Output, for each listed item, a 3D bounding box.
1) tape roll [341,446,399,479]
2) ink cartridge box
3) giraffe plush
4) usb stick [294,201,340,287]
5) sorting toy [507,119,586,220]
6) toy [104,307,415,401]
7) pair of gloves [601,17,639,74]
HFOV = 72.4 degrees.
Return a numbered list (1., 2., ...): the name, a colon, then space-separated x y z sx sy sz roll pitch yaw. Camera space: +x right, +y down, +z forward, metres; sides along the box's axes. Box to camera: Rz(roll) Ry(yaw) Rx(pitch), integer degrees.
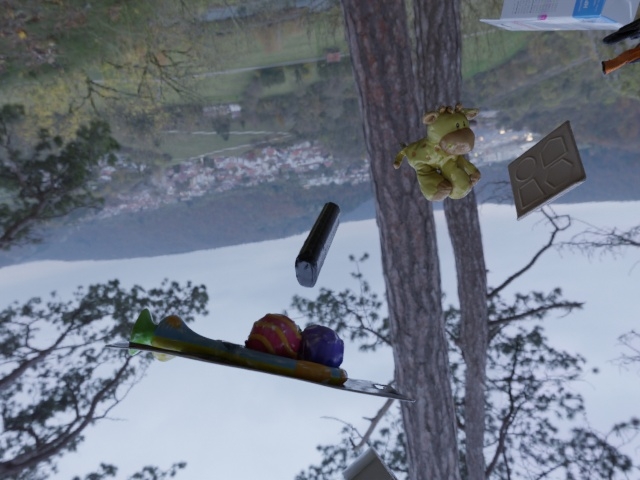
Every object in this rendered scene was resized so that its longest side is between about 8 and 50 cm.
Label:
1. tape roll: 0.176 0.649 1.055 0.100 0.286 0.286 -38 -174 -8
2. ink cartridge box: 0.340 -0.344 0.633 0.104 0.061 0.181 -8 -156 -36
3. giraffe plush: 0.283 -0.216 0.983 0.181 0.210 0.170 -39 163 -34
4. usb stick: 0.000 0.000 0.918 0.045 0.077 0.278 1 -153 13
5. sorting toy: 0.560 -0.169 1.092 0.038 0.208 0.193 21 145 -17
6. toy: -0.047 0.094 0.397 0.237 0.056 0.137 9 168 -5
7. pair of gloves: 0.273 -0.171 0.359 0.074 0.010 0.083 -16 -149 45
